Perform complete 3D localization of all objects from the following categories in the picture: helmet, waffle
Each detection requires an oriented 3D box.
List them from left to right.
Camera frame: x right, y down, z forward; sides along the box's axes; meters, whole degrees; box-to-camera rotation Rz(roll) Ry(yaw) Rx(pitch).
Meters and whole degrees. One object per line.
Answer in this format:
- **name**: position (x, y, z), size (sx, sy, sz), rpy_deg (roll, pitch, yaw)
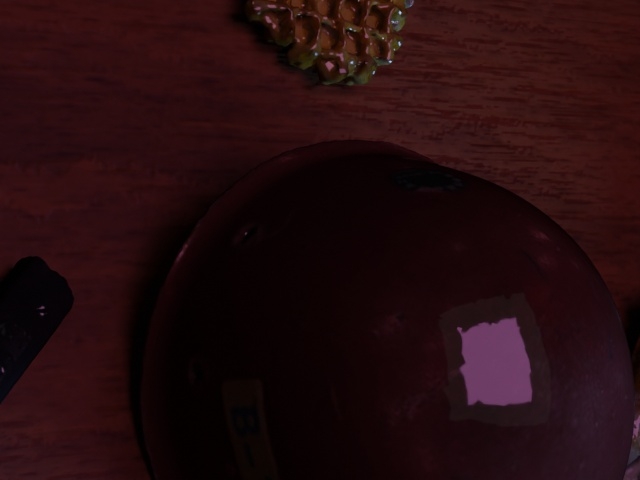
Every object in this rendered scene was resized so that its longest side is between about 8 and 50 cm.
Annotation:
- **waffle**: position (0.006, -0.209, 1.434), size (0.191, 0.038, 0.191), rpy_deg (12, 72, -38)
- **helmet**: position (0.085, 0.118, 1.256), size (0.337, 0.230, 0.385), rpy_deg (-20, 100, -31)

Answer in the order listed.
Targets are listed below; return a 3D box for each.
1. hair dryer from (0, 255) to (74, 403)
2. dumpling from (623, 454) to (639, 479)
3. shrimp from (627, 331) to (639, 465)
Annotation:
- **hair dryer**: position (-0.232, 0.094, 1.135), size (0.197, 0.089, 0.251), rpy_deg (52, 42, -15)
- **dumpling**: position (0.218, 0.257, 1.458), size (0.155, 0.181, 0.111), rpy_deg (39, 22, -45)
- **shrimp**: position (0.304, 0.153, 1.595), size (0.169, 0.058, 0.296), rpy_deg (46, 58, -30)
